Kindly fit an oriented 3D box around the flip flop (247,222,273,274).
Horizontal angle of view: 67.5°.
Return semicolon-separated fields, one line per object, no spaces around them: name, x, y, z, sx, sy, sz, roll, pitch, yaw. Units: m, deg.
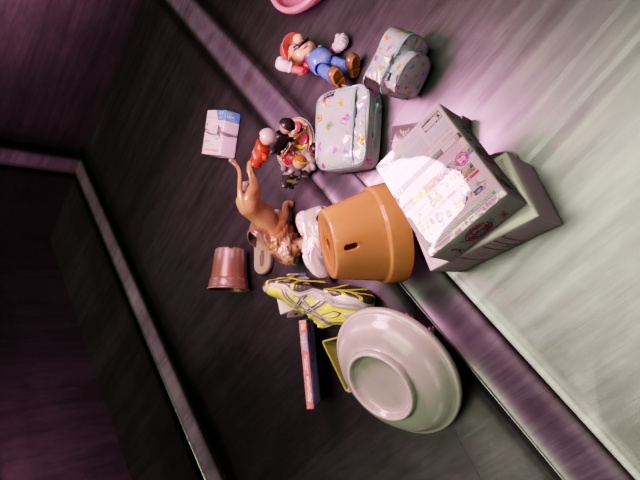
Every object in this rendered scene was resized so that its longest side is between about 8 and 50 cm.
flip flop;-0.241;-0.007;1.853;0.112;0.080;0.276;-4;85;42

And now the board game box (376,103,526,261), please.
board game box;0.294;-0.136;1.134;0.224;0.098;0.303;-45;51;30

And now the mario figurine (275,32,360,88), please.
mario figurine;-0.027;-0.635;1.626;0.321;0.198;0.169;34;122;34

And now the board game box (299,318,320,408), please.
board game box;-0.035;0.406;1.608;0.027;0.145;0.280;-6;82;7

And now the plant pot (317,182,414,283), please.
plant pot;0.114;-0.005;1.360;0.291;0.204;0.290;169;90;-79

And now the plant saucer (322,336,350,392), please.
plant saucer;0.122;0.371;1.499;0.188;0.045;0.188;-24;92;39

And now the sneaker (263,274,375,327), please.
sneaker;-0.021;0.205;1.548;0.385;0.145;0.147;12;102;24

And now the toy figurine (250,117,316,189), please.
toy figurine;-0.110;-0.301;1.635;0.210;0.213;0.148;37;126;6

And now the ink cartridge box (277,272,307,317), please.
ink cartridge box;-0.093;0.198;1.701;0.090;0.092;0.143;-27;71;37

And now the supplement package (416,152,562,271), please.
supplement package;0.405;-0.058;1.206;0.293;0.175;0.177;-34;64;36

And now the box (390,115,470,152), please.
box;0.310;-0.250;1.383;0.231;0.056;0.182;1;88;41

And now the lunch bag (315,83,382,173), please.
lunch bag;0.092;-0.363;1.553;0.224;0.108;0.278;0;87;42

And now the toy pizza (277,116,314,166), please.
toy pizza;-0.102;-0.359;1.780;0.201;0.032;0.201;-3;86;42

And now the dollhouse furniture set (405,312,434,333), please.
dollhouse furniture set;0.252;0.241;1.373;0.091;0.114;0.081;-31;63;39

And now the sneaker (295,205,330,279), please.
sneaker;0.000;0.000;1.628;0.121;0.099;0.262;-27;71;33

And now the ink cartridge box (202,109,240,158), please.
ink cartridge box;-0.424;-0.453;2.046;0.140;0.082;0.190;13;95;42

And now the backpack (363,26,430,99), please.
backpack;0.232;-0.513;1.395;0.144;0.166;0.188;32;113;36

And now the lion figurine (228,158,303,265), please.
lion figurine;-0.200;-0.092;1.674;0.142;0.392;0.240;-28;36;33

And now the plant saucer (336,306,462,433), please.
plant saucer;0.187;0.384;1.338;0.401;0.101;0.399;19;121;34

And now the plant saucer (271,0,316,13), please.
plant saucer;-0.055;-0.985;1.739;0.332;0.084;0.331;-2;87;43

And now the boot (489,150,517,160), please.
boot;0.413;-0.179;1.230;0.190;0.086;0.069;-25;82;15

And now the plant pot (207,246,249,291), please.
plant pot;-0.361;0.116;1.914;0.167;0.167;0.165;-10;72;41
